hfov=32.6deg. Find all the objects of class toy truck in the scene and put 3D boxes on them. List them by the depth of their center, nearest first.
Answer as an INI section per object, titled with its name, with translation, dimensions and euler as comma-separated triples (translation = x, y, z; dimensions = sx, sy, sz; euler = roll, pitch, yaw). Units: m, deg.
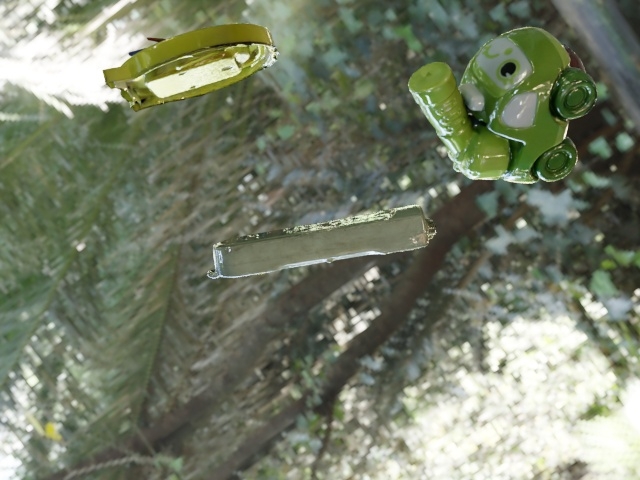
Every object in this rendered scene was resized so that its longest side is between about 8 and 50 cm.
[toy truck]
translation = 0.218, -0.153, 1.347
dimensions = 0.148, 0.210, 0.187
euler = -119, 12, -48

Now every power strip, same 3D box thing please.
[power strip]
translation = 0.000, 0.003, 1.343
dimensions = 0.080, 0.286, 0.048
euler = -105, 4, -83

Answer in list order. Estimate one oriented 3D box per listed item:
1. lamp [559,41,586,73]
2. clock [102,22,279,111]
[lamp]
translation = 0.350, -0.251, 1.773
dimensions = 0.157, 0.135, 0.156
euler = 2, 146, 42
[clock]
translation = -0.220, -0.310, 1.879
dimensions = 0.277, 0.293, 0.071
euler = 114, 141, -83
